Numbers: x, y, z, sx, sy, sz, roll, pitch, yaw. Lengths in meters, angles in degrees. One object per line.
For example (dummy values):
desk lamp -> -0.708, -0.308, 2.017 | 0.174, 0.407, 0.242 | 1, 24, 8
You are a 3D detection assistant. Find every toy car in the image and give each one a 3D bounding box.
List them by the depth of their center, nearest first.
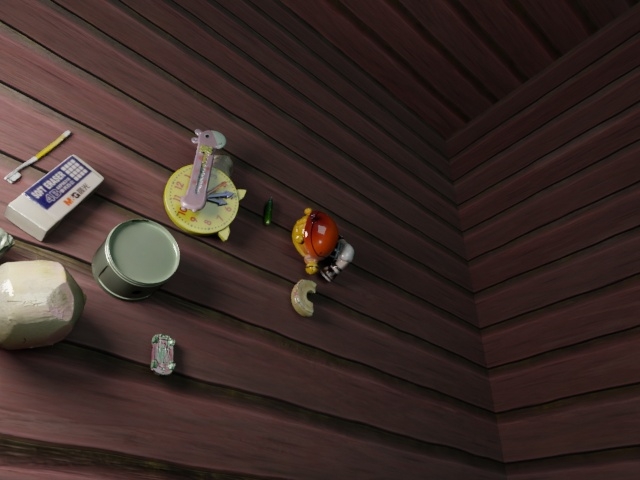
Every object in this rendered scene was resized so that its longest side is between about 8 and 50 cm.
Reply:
toy car -> -0.488, 0.354, 1.379 | 0.069, 0.055, 0.142 | 22, 37, -35

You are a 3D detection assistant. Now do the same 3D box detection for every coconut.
coconut -> -0.725, 0.163, 1.140 | 0.230, 0.227, 0.227 | 6, 61, -43

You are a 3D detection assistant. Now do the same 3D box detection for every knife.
knife -> -0.442, -0.272, 1.688 | 0.132, 0.038, 0.399 | 11, 59, -14

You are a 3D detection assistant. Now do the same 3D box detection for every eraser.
eraser -> -0.803, -0.136, 1.370 | 0.124, 0.081, 0.279 | 41, 42, -18

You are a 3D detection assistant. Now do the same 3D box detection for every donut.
donut -> -0.076, 0.232, 1.867 | 0.108, 0.065, 0.166 | 33, 46, -25

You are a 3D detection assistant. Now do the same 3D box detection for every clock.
clock -> -0.439, -0.157, 1.695 | 0.293, 0.071, 0.277 | 19, 68, -20

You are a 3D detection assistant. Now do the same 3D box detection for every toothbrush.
toothbrush -> -0.887, -0.271, 1.425 | 0.024, 0.021, 0.288 | 49, 39, -26

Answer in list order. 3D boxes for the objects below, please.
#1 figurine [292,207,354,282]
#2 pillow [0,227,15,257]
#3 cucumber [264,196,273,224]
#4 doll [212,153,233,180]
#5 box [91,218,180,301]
figurine -> 0.005, 0.000, 2.003 | 0.323, 0.196, 0.320 | 41, 47, -32
pillow -> -0.954, 0.011, 1.075 | 0.309, 0.138, 0.284 | 32, 44, -22
cucumber -> -0.228, -0.128, 1.980 | 0.037, 0.037, 0.155 | 27, 49, -31
doll -> -0.416, -0.277, 1.847 | 0.149, 0.095, 0.192 | 34, 42, -27
box -> -0.578, 0.062, 1.412 | 0.226, 0.149, 0.226 | 24, 50, -32
